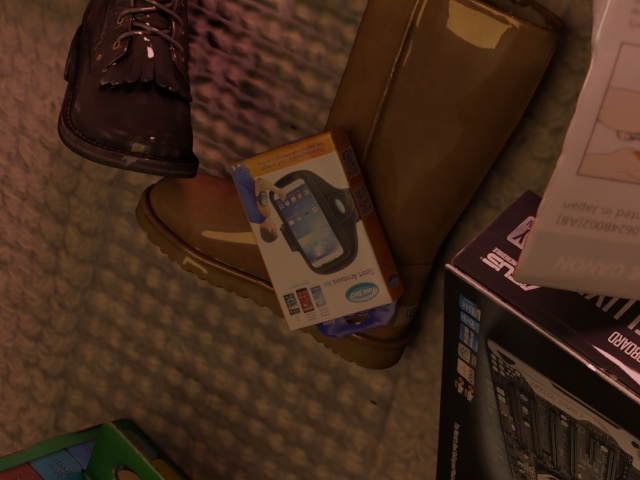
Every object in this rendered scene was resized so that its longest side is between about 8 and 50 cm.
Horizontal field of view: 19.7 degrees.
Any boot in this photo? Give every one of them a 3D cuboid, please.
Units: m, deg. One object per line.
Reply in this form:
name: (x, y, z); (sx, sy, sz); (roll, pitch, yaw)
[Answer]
boot: (0.014, -0.078, 1.256); (0.236, 0.089, 0.270); (28, 116, 14)
boot: (-0.114, -0.186, 1.261); (0.263, 0.091, 0.229); (-116, 40, -56)

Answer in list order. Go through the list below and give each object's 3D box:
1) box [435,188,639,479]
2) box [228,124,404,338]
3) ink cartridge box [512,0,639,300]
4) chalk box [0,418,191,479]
box: (0.183, 0.144, 1.085); (0.242, 0.076, 0.307); (37, 153, 24)
box: (0.000, 0.000, 1.220); (0.081, 0.028, 0.136); (-17, 96, 27)
ink cartridge box: (0.277, -0.145, 0.935); (0.091, 0.308, 0.385); (-116, 37, -58)
chalk box: (-0.179, 0.262, 1.398); (0.180, 0.179, 0.289); (44, 119, 22)
